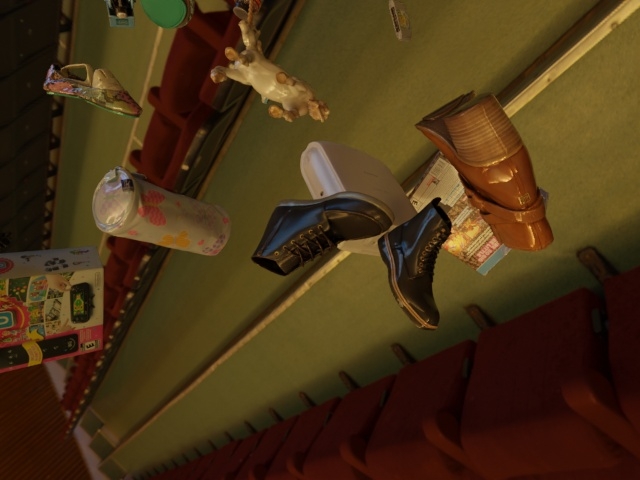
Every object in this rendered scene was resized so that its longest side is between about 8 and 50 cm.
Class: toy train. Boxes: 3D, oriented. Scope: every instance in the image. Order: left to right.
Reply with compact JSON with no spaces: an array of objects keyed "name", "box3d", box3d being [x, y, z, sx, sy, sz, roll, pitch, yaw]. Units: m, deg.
[{"name":"toy train","box3d":[-0.540,-0.666,1.114,0.105,0.080,0.184,-14,87,65]}]

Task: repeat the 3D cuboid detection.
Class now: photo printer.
[{"name":"photo printer","box3d":[0.096,-0.108,1.000,0.107,0.255,0.308,-51,47,33]}]

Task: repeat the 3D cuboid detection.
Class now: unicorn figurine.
[{"name":"unicorn figurine","box3d":[-0.055,-0.170,0.422,0.060,0.111,0.162,-40,95,26]}]

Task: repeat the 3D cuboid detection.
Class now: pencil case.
[{"name":"pencil case","box3d":[-0.302,-0.048,0.834,0.113,0.273,0.124,-32,64,20]}]

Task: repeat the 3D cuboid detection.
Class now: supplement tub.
[{"name":"supplement tub","box3d":[-0.264,-0.947,1.607,0.105,0.198,0.106,22,173,3]}]

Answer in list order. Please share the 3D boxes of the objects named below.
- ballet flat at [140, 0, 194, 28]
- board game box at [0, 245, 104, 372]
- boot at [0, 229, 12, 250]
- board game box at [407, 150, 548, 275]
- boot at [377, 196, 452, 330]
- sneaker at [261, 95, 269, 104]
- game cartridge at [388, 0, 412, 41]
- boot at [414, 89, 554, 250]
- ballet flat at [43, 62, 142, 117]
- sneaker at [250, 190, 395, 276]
[{"name":"ballet flat","box3d":[-0.147,-0.280,0.430,0.070,0.070,0.188,61,161,-16]},{"name":"board game box","box3d":[-0.587,0.137,0.800,0.097,0.303,0.224,43,128,42]},{"name":"boot","box3d":[-0.594,-0.024,0.702,0.121,0.045,0.099,12,160,11]},{"name":"board game box","box3d":[0.390,-0.093,1.106,0.290,0.141,0.232,35,134,6]},{"name":"boot","box3d":[0.180,0.034,0.703,0.137,0.076,0.198,-43,52,31]},{"name":"sneaker","box3d":[-0.204,-0.577,1.533,0.082,0.072,0.191,24,154,-5]},{"name":"game cartridge","box3d":[0.178,-0.484,0.927,0.017,0.056,0.084,-10,100,40]},{"name":"boot","box3d":[0.253,-0.113,0.650,0.109,0.283,0.220,-31,104,6]},{"name":"ballet flat","box3d":[-0.458,-0.310,0.844,0.221,0.077,0.079,18,109,12]},{"name":"sneaker","box3d":[0.000,0.000,0.628,0.221,0.118,0.083,-2,141,40]}]
